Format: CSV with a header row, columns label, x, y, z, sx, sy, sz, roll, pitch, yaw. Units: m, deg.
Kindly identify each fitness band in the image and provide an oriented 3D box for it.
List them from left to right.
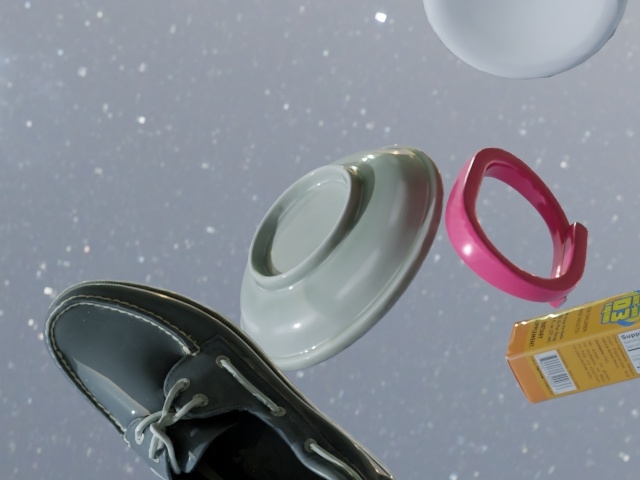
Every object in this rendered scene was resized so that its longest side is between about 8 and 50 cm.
label,x,y,z,sx,sy,sz,roll,pitch,yaw
fitness band,0.271,-0.020,1.650,0.209,0.054,0.291,37,-146,-8

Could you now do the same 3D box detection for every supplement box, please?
label,x,y,z,sx,sy,sz,roll,pitch,yaw
supplement box,0.330,0.110,1.348,0.080,0.233,0.078,61,-150,-22

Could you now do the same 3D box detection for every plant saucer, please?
label,x,y,z,sx,sy,sz,roll,pitch,yaw
plant saucer,0.000,0.000,1.776,0.100,0.400,0.400,39,-153,-28

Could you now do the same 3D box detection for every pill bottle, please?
label,x,y,z,sx,sy,sz,roll,pitch,yaw
pill bottle,0.145,-0.225,0.831,0.130,0.130,0.246,20,-141,-3

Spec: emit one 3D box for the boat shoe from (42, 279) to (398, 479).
label,x,y,z,sx,sy,sz,roll,pitch,yaw
boat shoe,-0.078,0.130,0.872,0.319,0.116,0.099,35,-174,10
